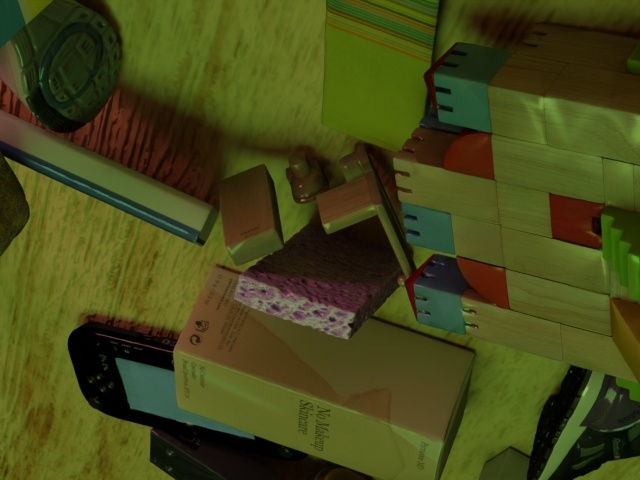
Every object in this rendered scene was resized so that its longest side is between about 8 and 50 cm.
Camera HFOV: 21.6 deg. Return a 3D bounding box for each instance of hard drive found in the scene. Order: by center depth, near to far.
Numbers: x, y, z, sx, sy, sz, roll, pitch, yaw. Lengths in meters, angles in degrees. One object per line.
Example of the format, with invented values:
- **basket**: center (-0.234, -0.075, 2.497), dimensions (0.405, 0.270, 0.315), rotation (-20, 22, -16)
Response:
- **hard drive**: center (-0.257, -0.079, 1.676), dimensions (0.318, 0.040, 0.210), rotation (25, 178, -1)
- **hard drive**: center (-0.108, 0.324, 2.204), dimensions (0.254, 0.054, 0.172), rotation (32, 158, 8)

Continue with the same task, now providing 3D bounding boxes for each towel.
- **towel**: center (0.051, -0.159, 1.459), dimensions (0.102, 0.021, 0.237), rotation (23, 150, 12)

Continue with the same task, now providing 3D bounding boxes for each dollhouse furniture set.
- **dollhouse furniture set**: center (0.000, 0.000, 1.597), dimensions (0.151, 0.144, 0.123), rotation (-22, 124, 7)

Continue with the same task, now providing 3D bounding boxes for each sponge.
- **sponge**: center (0.007, 0.035, 1.627), dimensions (0.117, 0.210, 0.031), rotation (18, 110, 13)

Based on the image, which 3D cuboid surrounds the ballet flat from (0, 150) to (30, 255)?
- **ballet flat**: center (-0.355, -0.097, 1.485), dimensions (0.123, 0.123, 0.349), rotation (9, 143, 23)

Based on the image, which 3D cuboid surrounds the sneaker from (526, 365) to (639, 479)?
- **sneaker**: center (0.301, 0.206, 1.765), dimensions (0.124, 0.107, 0.283), rotation (17, 149, 0)

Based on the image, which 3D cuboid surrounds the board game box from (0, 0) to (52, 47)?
- **board game box**: center (-0.251, -0.271, 1.204), dimensions (0.064, 0.316, 0.242), rotation (30, 158, 37)

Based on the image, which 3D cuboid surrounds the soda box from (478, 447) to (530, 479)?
- **soda box**: center (0.199, 0.353, 1.939), dimensions (0.069, 0.216, 0.074), rotation (29, 148, -8)

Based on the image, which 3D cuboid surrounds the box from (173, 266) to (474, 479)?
- **box**: center (0.003, 0.156, 1.864), dimensions (0.311, 0.121, 0.148), rotation (18, 148, 11)

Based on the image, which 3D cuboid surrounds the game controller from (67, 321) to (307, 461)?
- **game controller**: center (-0.161, 0.185, 2.072), dimensions (0.319, 0.067, 0.166), rotation (11, 147, 19)

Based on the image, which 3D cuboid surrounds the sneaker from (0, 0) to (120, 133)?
- **sneaker**: center (-0.286, -0.212, 1.543), dimensions (0.129, 0.111, 0.297), rotation (34, 166, 39)

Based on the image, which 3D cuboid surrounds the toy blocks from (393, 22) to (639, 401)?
- **toy blocks**: center (0.184, -0.038, 1.416), dimensions (0.260, 0.191, 0.381), rotation (15, 136, 27)

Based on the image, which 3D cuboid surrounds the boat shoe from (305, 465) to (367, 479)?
- **boat shoe**: center (0.068, 0.363, 2.187), dimensions (0.207, 0.073, 0.073), rotation (43, 149, -15)
